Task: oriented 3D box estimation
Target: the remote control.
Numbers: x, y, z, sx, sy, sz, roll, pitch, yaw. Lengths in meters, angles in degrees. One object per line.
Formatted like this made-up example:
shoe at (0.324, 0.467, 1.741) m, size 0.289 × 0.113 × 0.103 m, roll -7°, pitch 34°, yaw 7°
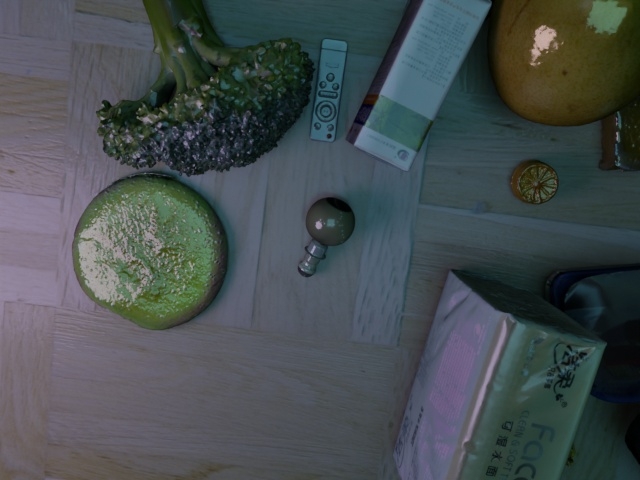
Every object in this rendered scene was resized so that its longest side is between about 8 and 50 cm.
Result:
remote control at (0.015, -0.272, 1.335) m, size 0.049 × 0.027 × 0.184 m, roll 8°, pitch 105°, yaw -1°

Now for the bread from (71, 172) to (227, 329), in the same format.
bread at (-0.316, 0.022, 1.374) m, size 0.301 × 0.045 × 0.301 m, roll 0°, pitch 99°, yaw -2°

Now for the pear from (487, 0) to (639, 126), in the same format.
pear at (0.422, -0.341, 1.191) m, size 0.314 × 0.314 × 0.314 m, roll 0°, pitch 100°, yaw -1°

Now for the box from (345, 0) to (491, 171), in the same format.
box at (0.156, -0.278, 1.245) m, size 0.106 × 0.200 × 0.299 m, roll 24°, pitch 99°, yaw -6°

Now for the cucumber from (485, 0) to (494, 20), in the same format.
cucumber at (0.348, -0.465, 1.288) m, size 0.187 × 0.058 × 0.058 m, roll -35°, pitch 99°, yaw 4°

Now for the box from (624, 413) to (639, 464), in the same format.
box at (0.769, 0.360, 1.376) m, size 0.350 × 0.091 × 0.359 m, roll -39°, pitch 120°, yaw 5°

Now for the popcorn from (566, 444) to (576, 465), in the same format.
popcorn at (0.460, 0.414, 1.438) m, size 0.082 × 0.083 × 0.057 m, roll -44°, pitch 127°, yaw -15°

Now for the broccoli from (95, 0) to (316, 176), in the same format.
broccoli at (-0.177, -0.315, 1.255) m, size 0.353 × 0.275 × 0.397 m, roll 10°, pitch 79°, yaw -20°

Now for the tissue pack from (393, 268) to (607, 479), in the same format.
tissue pack at (0.292, 0.291, 1.286) m, size 0.205 × 0.332 × 0.405 m, roll 13°, pitch 100°, yaw -7°

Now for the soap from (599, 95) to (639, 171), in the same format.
soap at (0.631, -0.201, 1.330) m, size 0.233 × 0.076 × 0.135 m, roll -5°, pitch 99°, yaw 1°

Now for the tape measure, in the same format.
tape measure at (0.557, 0.164, 1.364) m, size 0.259 × 0.138 × 0.262 m, roll -3°, pitch 100°, yaw 1°

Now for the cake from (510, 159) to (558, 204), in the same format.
cake at (0.397, -0.108, 1.358) m, size 0.084 × 0.044 × 0.084 m, roll 0°, pitch 101°, yaw 1°

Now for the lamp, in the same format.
lamp at (0.000, 0.000, 1.360) m, size 0.091 × 0.091 × 0.163 m, roll 26°, pitch 114°, yaw -5°
